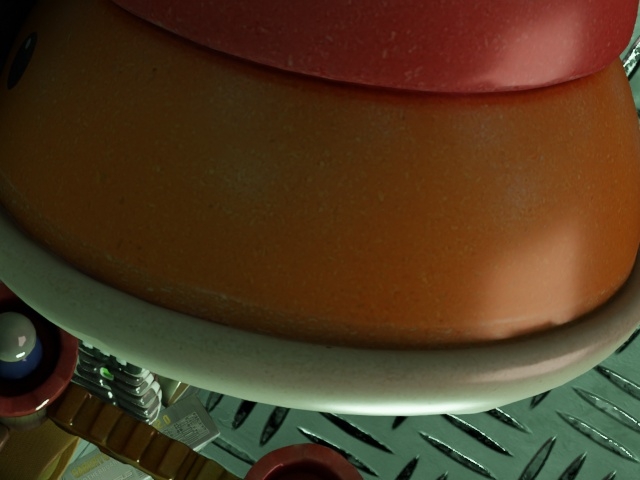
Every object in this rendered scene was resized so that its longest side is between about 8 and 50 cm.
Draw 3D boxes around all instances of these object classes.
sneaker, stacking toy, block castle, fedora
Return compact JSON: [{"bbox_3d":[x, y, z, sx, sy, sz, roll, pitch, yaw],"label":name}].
[{"bbox_3d":[-0.171,0.079,1.596,0.162,0.106,0.281,-61,179,-27],"label":"sneaker"},{"bbox_3d":[0.027,-0.196,0.728,0.350,0.350,0.480,-55,158,-63],"label":"stacking toy"},{"bbox_3d":[-0.199,0.276,0.990,0.453,0.303,0.213,-59,177,-18],"label":"block castle"},{"bbox_3d":[-0.248,0.169,1.348,0.194,0.079,0.194,-59,179,-2],"label":"fedora"}]

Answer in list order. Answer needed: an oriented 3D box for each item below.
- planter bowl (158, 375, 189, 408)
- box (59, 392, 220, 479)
[{"bbox_3d":[-0.160,0.084,1.753,0.162,0.109,0.162,-55,176,-5],"label":"planter bowl"},{"bbox_3d":[-0.238,0.264,1.734,0.231,0.056,0.183,-29,170,-34],"label":"box"}]
